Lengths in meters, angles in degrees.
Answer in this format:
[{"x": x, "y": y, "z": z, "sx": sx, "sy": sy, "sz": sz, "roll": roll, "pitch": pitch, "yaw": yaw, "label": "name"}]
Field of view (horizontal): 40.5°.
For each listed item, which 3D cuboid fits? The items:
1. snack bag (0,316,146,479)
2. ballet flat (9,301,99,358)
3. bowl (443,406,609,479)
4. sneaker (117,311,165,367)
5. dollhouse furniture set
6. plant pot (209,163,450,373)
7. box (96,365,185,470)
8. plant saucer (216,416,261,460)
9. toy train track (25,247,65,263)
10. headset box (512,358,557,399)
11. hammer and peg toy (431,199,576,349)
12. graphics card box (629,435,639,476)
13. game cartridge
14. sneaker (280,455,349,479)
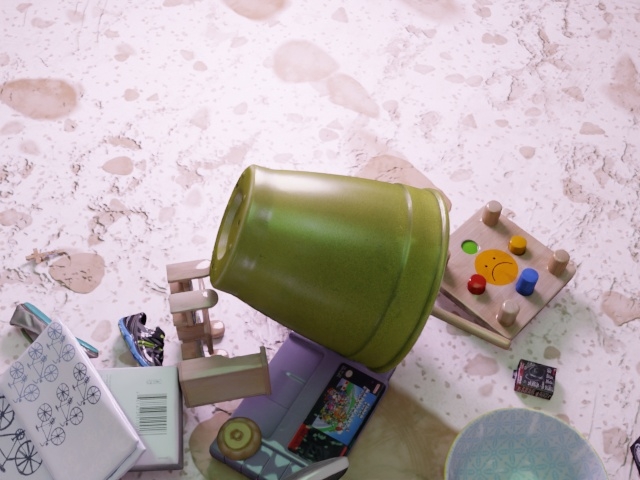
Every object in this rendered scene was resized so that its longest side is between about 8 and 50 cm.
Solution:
[{"x": -0.500, "y": 0.360, "z": 1.530, "sx": 0.342, "sy": 0.037, "sz": 0.323, "roll": -46, "pitch": 61, "yaw": 7, "label": "snack bag"}, {"x": -0.540, "y": 0.201, "z": 1.749, "sx": 0.213, "sy": 0.072, "sz": 0.068, "roll": 30, "pitch": 84, "yaw": 19, "label": "ballet flat"}, {"x": 0.351, "y": 0.460, "z": 1.537, "sx": 0.290, "sy": 0.156, "sz": 0.289, "roll": 1, "pitch": 53, "yaw": -2, "label": "bowl"}, {"x": -0.341, "y": 0.214, "z": 1.739, "sx": 0.078, "sy": 0.067, "sz": 0.188, "roll": -29, "pitch": 56, "yaw": -15, "label": "sneaker"}, {"x": -0.194, "y": 0.181, "z": 1.666, "sx": 0.161, "sy": 0.212, "sz": 0.242, "roll": -9, "pitch": 50, "yaw": -6, "label": "dollhouse furniture set"}, {"x": -0.005, "y": 0.021, "z": 1.601, "sx": 0.353, "sy": 0.366, "sz": 0.366, "roll": 19, "pitch": 51, "yaw": -16, "label": "plant pot"}, {"x": -0.345, "y": 0.330, "z": 1.591, "sx": 0.182, "sy": 0.119, "sz": 0.180, "roll": -2, "pitch": 70, "yaw": -4, "label": "box"}, {"x": -0.151, "y": 0.364, "z": 1.604, "sx": 0.084, "sy": 0.015, "sz": 0.083, "roll": 0, "pitch": 59, "yaw": 1, "label": "plant saucer"}, {"x": -0.601, "y": 0.034, "z": 1.896, "sx": 0.083, "sy": 0.014, "sz": 0.048, "roll": -13, "pitch": 47, "yaw": -20, "label": "toy train track"}, {"x": 0.431, "y": 0.280, "z": 1.756, "sx": 0.083, "sy": 0.032, "sz": 0.062, "roll": 13, "pitch": 53, "yaw": 8, "label": "headset box"}, {"x": 0.344, "y": 0.099, "z": 1.831, "sx": 0.266, "sy": 0.127, "sz": 0.361, "roll": 39, "pitch": 60, "yaw": 21, "label": "hammer and peg toy"}, {"x": 0.668, "y": 0.380, "z": 1.483, "sx": 0.094, "sy": 0.370, "sz": 0.232, "roll": -4, "pitch": 54, "yaw": -7, "label": "graphics card box"}, {"x": -0.023, "y": 0.322, "z": 1.684, "sx": 0.230, "sy": 0.068, "sz": 0.355, "roll": 23, "pitch": 55, "yaw": 19, "label": "game cartridge"}, {"x": -0.054, "y": 0.498, "z": 1.498, "sx": 0.296, "sy": 0.104, "sz": 0.146, "roll": -30, "pitch": 84, "yaw": -12, "label": "sneaker"}]
